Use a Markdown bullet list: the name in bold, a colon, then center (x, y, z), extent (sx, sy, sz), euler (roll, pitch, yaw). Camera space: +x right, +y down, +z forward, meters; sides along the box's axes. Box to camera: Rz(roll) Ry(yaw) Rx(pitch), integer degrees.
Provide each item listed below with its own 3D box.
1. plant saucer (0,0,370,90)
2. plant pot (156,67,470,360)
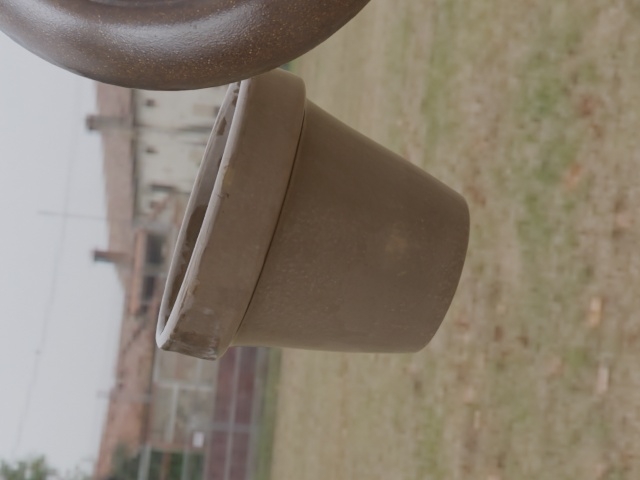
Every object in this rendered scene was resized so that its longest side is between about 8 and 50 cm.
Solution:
- **plant saucer**: center (-0.087, -0.234, 0.710), extent (0.050, 0.310, 0.311), euler (-34, -50, -79)
- **plant pot**: center (0.000, 0.000, 1.187), extent (0.263, 0.229, 0.263), euler (-162, 90, -81)
